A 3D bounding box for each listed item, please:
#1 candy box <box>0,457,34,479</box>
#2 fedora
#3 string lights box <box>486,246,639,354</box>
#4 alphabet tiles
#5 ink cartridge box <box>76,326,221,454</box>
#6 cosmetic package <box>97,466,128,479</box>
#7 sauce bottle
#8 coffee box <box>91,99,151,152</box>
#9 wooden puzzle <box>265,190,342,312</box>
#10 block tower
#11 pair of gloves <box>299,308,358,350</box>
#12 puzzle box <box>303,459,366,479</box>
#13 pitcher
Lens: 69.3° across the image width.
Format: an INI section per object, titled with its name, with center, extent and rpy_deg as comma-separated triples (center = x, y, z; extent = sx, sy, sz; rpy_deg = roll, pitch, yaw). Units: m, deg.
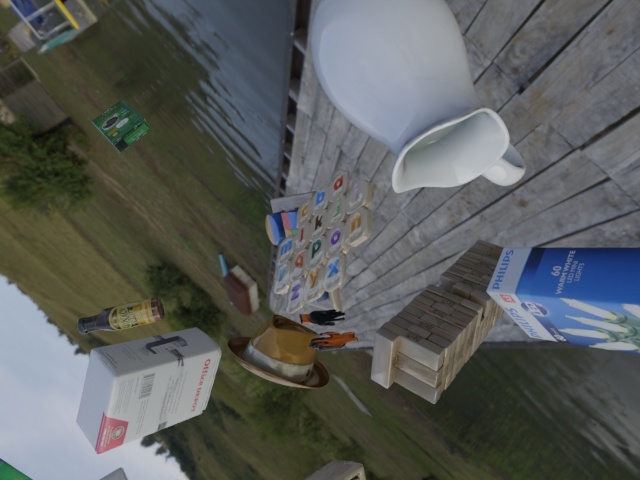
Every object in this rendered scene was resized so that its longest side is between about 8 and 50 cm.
[candy box]
center = -0.919, 0.780, 1.238
extent = 0.268, 0.317, 0.122
rpy_deg = 44, 140, -13
[fedora]
center = -0.059, 0.175, 0.776
extent = 0.195, 0.079, 0.194
rpy_deg = 21, -178, -1
[string lights box]
center = 0.354, 0.073, 0.550
extent = 0.133, 0.076, 0.260
rpy_deg = 40, 157, -28
[alphabet tiles]
center = 0.000, 0.000, 0.919
extent = 0.021, 0.277, 0.284
rpy_deg = 28, 136, -28
[ink cartridge box]
center = -0.305, 0.261, 0.842
extent = 0.092, 0.158, 0.218
rpy_deg = 29, -162, 35
[cosmetic package]
center = -0.442, 0.530, 0.940
extent = 0.085, 0.117, 0.231
rpy_deg = 58, 150, 13
[sauce bottle]
center = -0.322, 0.125, 0.750
extent = 0.042, 0.128, 0.042
rpy_deg = 165, 90, -83
[coffee box]
center = -0.559, -0.324, 1.298
extent = 0.184, 0.113, 0.040
rpy_deg = 37, 165, 38
[wooden puzzle]
center = -0.066, 0.035, 1.292
extent = 0.348, 0.081, 0.321
rpy_deg = 4, 108, 66
[block tower]
center = 0.212, 0.111, 0.716
extent = 0.097, 0.336, 0.090
rpy_deg = 23, 126, 36
[pair of gloves]
center = 0.011, 0.136, 0.708
extent = 0.083, 0.074, 0.010
rpy_deg = -119, 29, -52
[puzzle box]
center = -0.062, 0.437, 0.465
extent = 0.052, 0.409, 0.271
rpy_deg = -14, 84, 38
[pitcher]
center = 0.089, -0.135, 0.412
extent = 0.178, 0.125, 0.207
rpy_deg = 7, -131, -43
